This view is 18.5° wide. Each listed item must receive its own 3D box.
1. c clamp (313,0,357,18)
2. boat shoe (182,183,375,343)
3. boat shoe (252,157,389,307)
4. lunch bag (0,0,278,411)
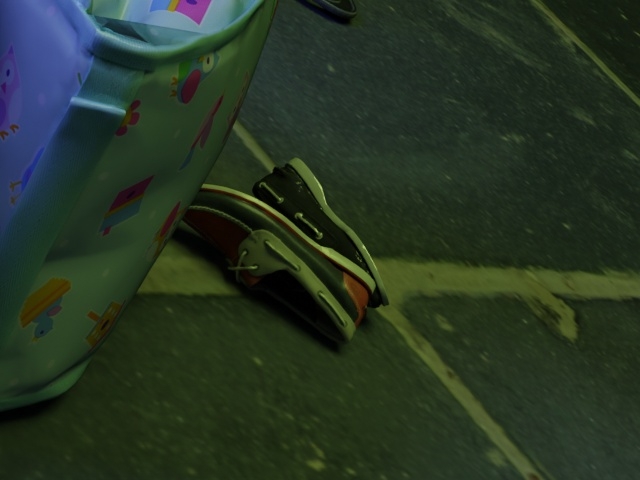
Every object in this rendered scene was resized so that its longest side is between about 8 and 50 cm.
[{"bbox_3d":[-0.030,-0.252,1.737,0.137,0.022,0.160,28,22,-33],"label":"c clamp"},{"bbox_3d":[-0.030,0.013,1.195,0.137,0.049,0.043,32,63,-13],"label":"boat shoe"},{"bbox_3d":[0.000,0.000,1.269,0.125,0.038,0.046,55,-14,25],"label":"boat shoe"},{"bbox_3d":[-0.127,-0.061,0.964,0.160,0.223,0.262,27,26,-8],"label":"lunch bag"}]
